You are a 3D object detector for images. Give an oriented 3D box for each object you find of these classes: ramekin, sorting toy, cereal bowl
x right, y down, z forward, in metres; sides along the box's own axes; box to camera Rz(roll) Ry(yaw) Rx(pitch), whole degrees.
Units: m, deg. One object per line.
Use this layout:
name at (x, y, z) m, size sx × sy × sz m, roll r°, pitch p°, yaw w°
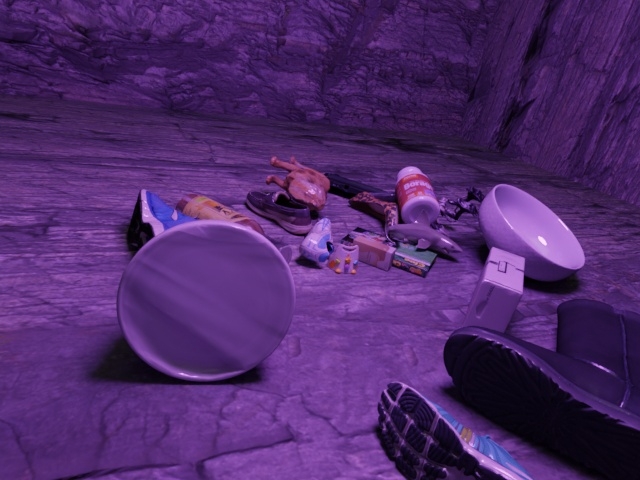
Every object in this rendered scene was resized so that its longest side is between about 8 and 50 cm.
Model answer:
ramekin at (-0.185, 0.087, 0.729) m, size 0.273 × 0.272 × 0.127 m, roll 4°, pitch 13°, yaw -14°
sorting toy at (0.068, 0.044, 1.128) m, size 0.084 × 0.075 × 0.044 m, roll 3°, pitch 25°, yaw -15°
cereal bowl at (0.615, -0.007, 1.321) m, size 0.340 × 0.141 × 0.338 m, roll 19°, pitch 42°, yaw -18°

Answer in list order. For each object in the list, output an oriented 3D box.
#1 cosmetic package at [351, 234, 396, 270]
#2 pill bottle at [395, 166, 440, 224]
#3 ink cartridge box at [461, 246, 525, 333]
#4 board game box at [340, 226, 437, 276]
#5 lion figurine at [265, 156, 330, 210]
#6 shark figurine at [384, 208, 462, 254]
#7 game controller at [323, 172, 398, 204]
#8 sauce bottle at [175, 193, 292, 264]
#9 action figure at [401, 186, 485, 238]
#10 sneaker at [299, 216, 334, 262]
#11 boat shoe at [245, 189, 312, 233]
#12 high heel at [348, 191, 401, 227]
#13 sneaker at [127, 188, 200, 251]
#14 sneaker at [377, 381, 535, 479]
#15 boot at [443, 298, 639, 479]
cosmetic package at (0.145, 0.034, 1.199) m, size 0.115 × 0.060 × 0.041 m, roll 19°, pitch 26°, yaw 21°
pill bottle at (0.310, -0.149, 1.420) m, size 0.122 × 0.121 × 0.216 m, roll 7°, pitch 39°, yaw -7°
ink cartridge box at (0.403, 0.124, 1.004) m, size 0.086 × 0.148 × 0.203 m, roll 21°, pitch 28°, yaw 18°
board game box at (0.201, 0.029, 1.273) m, size 0.260 × 0.030 × 0.136 m, roll 21°, pitch 24°, yaw 21°
lion figurine at (-0.043, -0.205, 1.552) m, size 0.241 × 0.142 × 0.392 m, roll 25°, pitch 23°, yaw 12°
shark figurine at (0.279, -0.042, 1.297) m, size 0.279 × 0.116 × 0.166 m, roll 14°, pitch 9°, yaw -24°
game controller at (0.153, -0.198, 1.718) m, size 0.320 × 0.067 × 0.166 m, roll 22°, pitch 11°, yaw 20°
sauce bottle at (-0.224, -0.019, 1.109) m, size 0.345 × 0.111 × 0.111 m, roll 25°, pitch 28°, yaw 26°
action figure at (0.412, -0.084, 1.472) m, size 0.276 × 0.141 × 0.164 m, roll -17°, pitch 29°, yaw 49°
sneaker at (0.000, 0.000, 1.208) m, size 0.086 × 0.085 × 0.237 m, roll 37°, pitch 21°, yaw -5°
boat shoe at (-0.129, -0.112, 1.363) m, size 0.103 × 0.092 × 0.285 m, roll -13°, pitch 34°, yaw -41°
high heel at (0.181, -0.091, 1.492) m, size 0.187 × 0.093 × 0.261 m, roll -5°, pitch 32°, yaw 12°
sneaker at (-0.378, -0.020, 1.065) m, size 0.147 × 0.129 × 0.330 m, roll 10°, pitch 23°, yaw -38°
sneaker at (0.198, 0.309, 0.618) m, size 0.275 × 0.106 × 0.110 m, roll 35°, pitch 14°, yaw 33°
boot at (0.480, 0.209, 0.851) m, size 0.367 × 0.146 × 0.445 m, roll 32°, pitch 34°, yaw 23°
